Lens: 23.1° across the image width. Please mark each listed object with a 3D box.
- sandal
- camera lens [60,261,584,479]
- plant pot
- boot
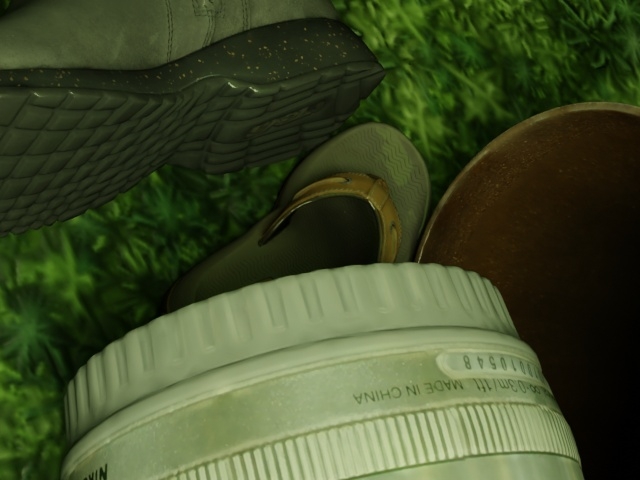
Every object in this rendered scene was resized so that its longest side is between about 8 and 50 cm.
[{"bbox_3d":[0.000,0.000,0.839,0.090,0.060,0.219,53,46,1],"label":"sandal"},{"bbox_3d":[0.017,0.173,0.638,0.219,0.219,0.274,2,63,-36],"label":"camera lens"},{"bbox_3d":[0.202,0.054,0.880,0.230,0.215,0.215,15,55,-47],"label":"plant pot"},{"bbox_3d":[-0.140,-0.131,0.797,0.338,0.118,0.222,-13,66,-48],"label":"boot"}]
